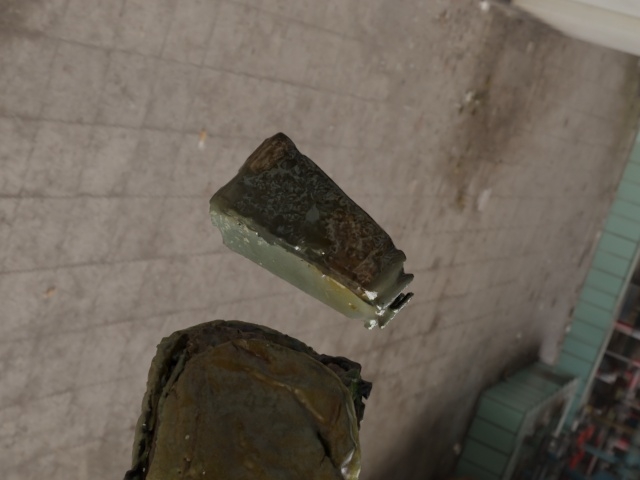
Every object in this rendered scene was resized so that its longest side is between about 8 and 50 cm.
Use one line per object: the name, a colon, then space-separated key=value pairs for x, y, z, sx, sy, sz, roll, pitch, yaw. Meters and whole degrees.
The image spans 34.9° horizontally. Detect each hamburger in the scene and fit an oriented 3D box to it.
hamburger: x=-0.062 y=0.170 z=0.824 sx=0.130 sy=0.183 sz=0.206 roll=114 pitch=-10 yaw=-59

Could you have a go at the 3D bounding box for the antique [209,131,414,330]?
antique: x=0.000 y=0.000 z=1.361 sx=0.150 sy=0.284 sz=0.125 roll=-45 pitch=159 yaw=-18
